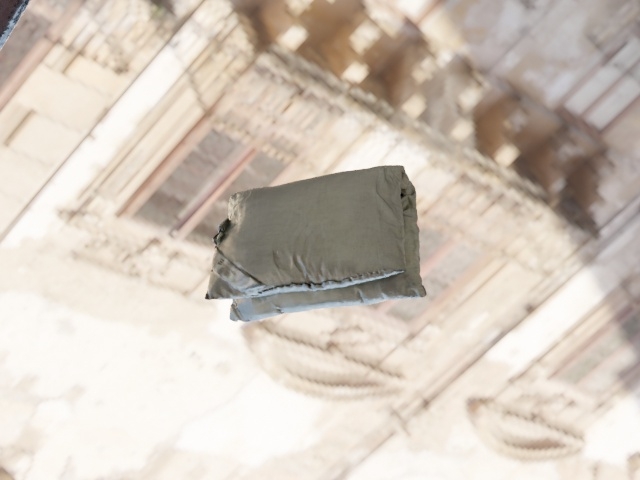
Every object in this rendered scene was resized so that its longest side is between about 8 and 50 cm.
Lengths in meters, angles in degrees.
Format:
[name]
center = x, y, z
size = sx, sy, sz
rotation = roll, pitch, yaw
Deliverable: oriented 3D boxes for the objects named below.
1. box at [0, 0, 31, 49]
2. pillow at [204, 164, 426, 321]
[box]
center = -0.239, -0.258, 0.935
size = 0.168, 0.259, 0.071
rotation = 25, -150, -25
[pillow]
center = 0.000, 0.000, 1.192
size = 0.078, 0.181, 0.134
rotation = 66, -157, -47
